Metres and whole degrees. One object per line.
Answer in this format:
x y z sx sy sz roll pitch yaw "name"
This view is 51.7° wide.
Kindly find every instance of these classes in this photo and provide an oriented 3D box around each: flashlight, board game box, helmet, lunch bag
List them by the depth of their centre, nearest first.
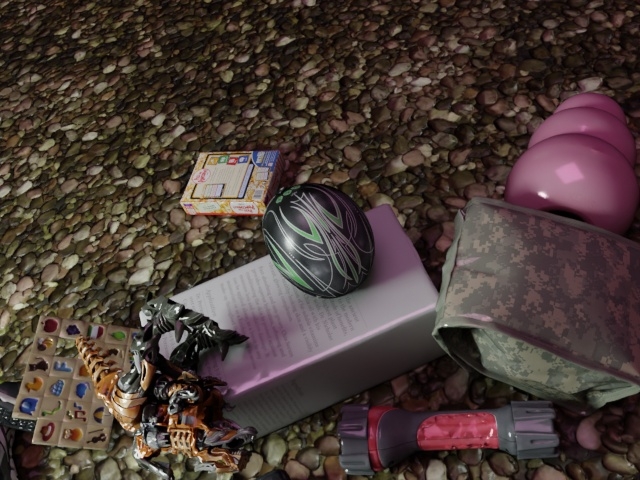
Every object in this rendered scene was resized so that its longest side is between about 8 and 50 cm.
0.179 0.279 0.945 0.304 0.103 0.103 -6 51 14 "flashlight"
0.307 0.086 0.962 0.287 0.169 0.235 22 59 -1 "lunch bag"
0.000 0.000 0.981 0.169 0.169 0.161 -36 34 -11 "helmet"
-0.185 -0.124 1.409 0.193 0.045 0.147 2 54 19 "board game box"

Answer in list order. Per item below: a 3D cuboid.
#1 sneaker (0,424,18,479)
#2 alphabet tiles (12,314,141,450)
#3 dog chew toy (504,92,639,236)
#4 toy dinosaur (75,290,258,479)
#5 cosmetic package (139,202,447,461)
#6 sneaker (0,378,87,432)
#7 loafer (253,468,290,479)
-0.580 0.345 1.133 0.078 0.106 0.234 -28 50 -5 "sneaker"
-0.410 0.244 1.148 0.198 0.009 0.237 11 48 -15 "alphabet tiles"
0.438 -0.130 1.126 0.206 0.207 0.332 10 49 24 "dog chew toy"
-0.222 0.195 0.909 0.321 0.164 0.218 24 80 7 "toy dinosaur"
-0.041 0.147 1.078 0.453 0.161 0.230 -23 50 0 "cosmetic package"
-0.490 0.277 1.151 0.234 0.084 0.097 22 45 -5 "sneaker"
-0.121 0.425 0.950 0.223 0.076 0.078 -42 58 -10 "loafer"
